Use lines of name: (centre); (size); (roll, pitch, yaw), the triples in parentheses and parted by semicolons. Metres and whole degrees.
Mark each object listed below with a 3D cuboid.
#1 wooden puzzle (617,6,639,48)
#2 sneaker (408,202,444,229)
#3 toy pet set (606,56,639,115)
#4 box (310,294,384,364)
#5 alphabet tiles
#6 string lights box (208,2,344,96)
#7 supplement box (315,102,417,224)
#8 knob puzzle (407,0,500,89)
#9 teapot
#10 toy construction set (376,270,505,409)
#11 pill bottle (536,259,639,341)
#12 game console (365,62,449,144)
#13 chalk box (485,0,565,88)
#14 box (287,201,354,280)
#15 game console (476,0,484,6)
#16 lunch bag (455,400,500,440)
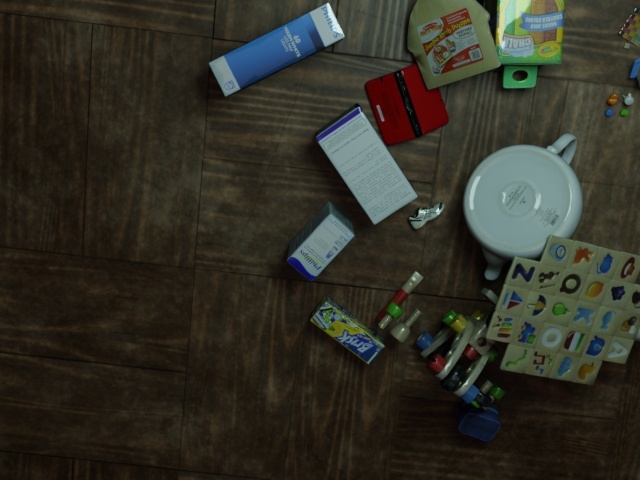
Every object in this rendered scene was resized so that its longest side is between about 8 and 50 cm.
wooden puzzle: (0.645, -0.434, 1.609); (0.049, 0.006, 0.083); (30, 102, -6)
sneaker: (0.228, -0.060, 1.690); (0.083, 0.032, 0.037); (-36, 101, 8)
toy pet set: (0.658, -0.322, 1.621); (0.122, 0.065, 0.114); (0, 138, 3)
box: (0.060, 0.198, 1.743); (0.169, 0.054, 0.059); (38, 101, -7)
alphabet tiles: (0.499, 0.143, 1.552); (0.342, 0.011, 0.285); (12, 103, -20)
string lights box: (-0.084, -0.380, 1.564); (0.259, 0.133, 0.077); (-25, 102, 7)
supplement box: (0.095, -0.160, 1.627); (0.114, 0.111, 0.220); (-34, 101, 9)
knob puzzle: (0.253, -0.413, 1.542); (0.213, 0.030, 0.213); (21, 126, 32)
teapot: (0.424, -0.072, 1.615); (0.256, 0.187, 0.252); (-16, 76, 22)
toy construction set: (0.298, 0.174, 1.665); (0.309, 0.257, 0.237); (41, 95, 21)
pill bottle: (0.561, 0.134, 1.672); (0.272, 0.152, 0.152); (11, 103, -2)
game console: (0.181, -0.289, 1.646); (0.124, 0.085, 0.144); (-12, 105, 35)
chalk box: (0.400, -0.409, 1.553); (0.132, 0.132, 0.213); (-1, 103, 1)
box: (0.000, 0.000, 1.660); (0.072, 0.126, 0.137); (41, 101, -10)
game console: (0.267, -0.490, 1.557); (0.107, 0.122, 0.071); (31, 63, 15)
lunch bag: (0.355, 0.403, 1.785); (0.098, 0.065, 0.067); (22, 118, -6)
